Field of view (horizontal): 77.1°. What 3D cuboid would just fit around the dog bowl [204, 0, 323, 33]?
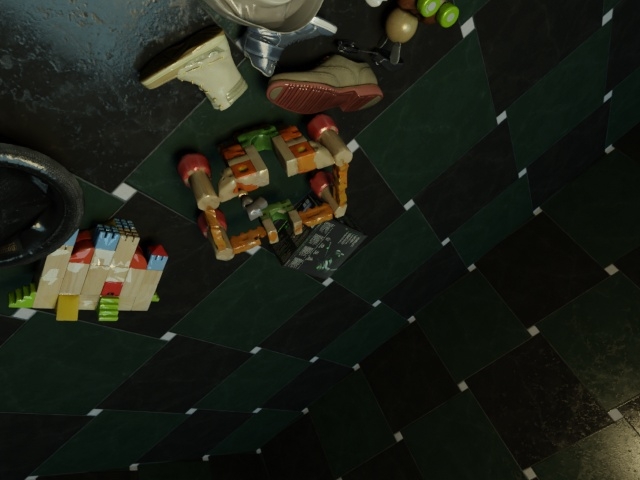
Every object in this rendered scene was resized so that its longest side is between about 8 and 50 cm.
[{"bbox_3d":[-0.116,-0.554,0.706,0.348,0.102,0.349,-27,125,-48],"label":"dog bowl"}]

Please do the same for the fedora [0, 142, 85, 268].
[{"bbox_3d":[-0.688,-0.093,0.848,0.334,0.152,0.334,-21,141,-18],"label":"fedora"}]

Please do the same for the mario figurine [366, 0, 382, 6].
[{"bbox_3d":[0.165,-0.643,0.861,0.320,0.170,0.198,-14,172,-8],"label":"mario figurine"}]

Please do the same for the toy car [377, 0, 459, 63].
[{"bbox_3d":[0.228,-0.564,1.045,0.149,0.155,0.188,1,140,-38],"label":"toy car"}]

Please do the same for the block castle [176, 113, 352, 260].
[{"bbox_3d":[-0.148,-0.163,1.145,0.453,0.213,0.303,-21,145,-14],"label":"block castle"}]

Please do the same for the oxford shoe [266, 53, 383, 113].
[{"bbox_3d":[0.005,-0.418,1.060,0.348,0.130,0.123,-11,174,-36],"label":"oxford shoe"}]

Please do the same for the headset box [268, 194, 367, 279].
[{"bbox_3d":[0.000,0.000,1.494,0.283,0.131,0.246,20,117,-48],"label":"headset box"}]

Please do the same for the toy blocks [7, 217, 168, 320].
[{"bbox_3d":[-0.587,0.056,1.098,0.381,0.191,0.261,12,112,-44],"label":"toy blocks"}]

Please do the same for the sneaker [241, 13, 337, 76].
[{"bbox_3d":[-0.079,-0.470,0.953,0.226,0.086,0.163,-2,129,-33],"label":"sneaker"}]

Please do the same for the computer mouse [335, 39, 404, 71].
[{"bbox_3d":[0.136,-0.501,1.103,0.242,0.071,0.041,-2,142,-34],"label":"computer mouse"}]

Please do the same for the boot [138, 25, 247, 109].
[{"bbox_3d":[-0.284,-0.365,0.925,0.213,0.077,0.165,-34,145,-6],"label":"boot"}]
